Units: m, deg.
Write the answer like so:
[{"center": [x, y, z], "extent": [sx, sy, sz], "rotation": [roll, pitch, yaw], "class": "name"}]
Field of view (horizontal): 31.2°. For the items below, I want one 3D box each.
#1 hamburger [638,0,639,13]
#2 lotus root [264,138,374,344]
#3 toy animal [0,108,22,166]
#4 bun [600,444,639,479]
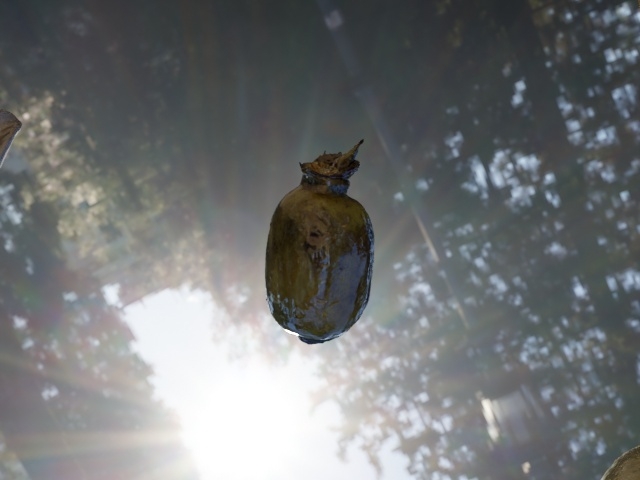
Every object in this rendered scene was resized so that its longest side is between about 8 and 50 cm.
[{"center": [0.586, -0.331, 1.535], "extent": [0.212, 0.274, 0.274], "rotation": [-7, -169, -20], "class": "hamburger"}, {"center": [-0.002, 0.000, 1.514], "extent": [0.154, 0.278, 0.154], "rotation": [6, -166, -2], "class": "lotus root"}, {"center": [-0.311, -0.021, 0.857], "extent": [0.104, 0.220, 0.131], "rotation": [14, 177, 9], "class": "toy animal"}, {"center": [0.342, 0.291, 1.047], "extent": [0.239, 0.239, 0.141], "rotation": [-39, -170, -35], "class": "bun"}]
